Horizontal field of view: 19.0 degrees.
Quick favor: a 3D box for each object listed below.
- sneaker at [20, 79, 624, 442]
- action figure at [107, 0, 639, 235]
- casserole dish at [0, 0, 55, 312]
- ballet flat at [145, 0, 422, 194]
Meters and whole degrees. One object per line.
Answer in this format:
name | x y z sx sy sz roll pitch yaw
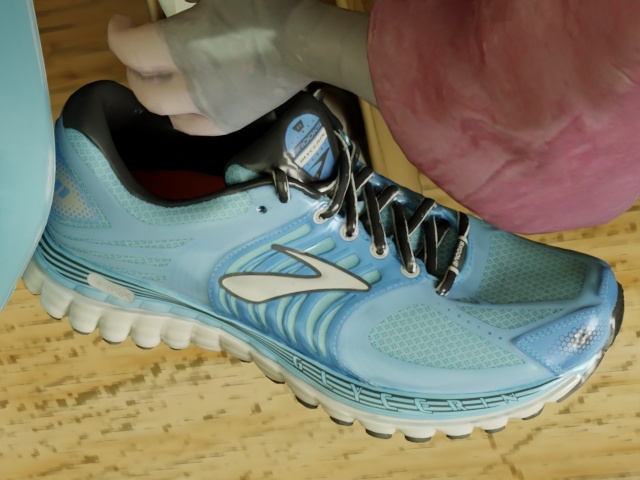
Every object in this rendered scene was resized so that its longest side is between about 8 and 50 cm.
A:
sneaker | 0.000 0.000 0.493 0.162 0.063 0.073 12 130 3
action figure | 0.132 -0.037 0.362 0.370 0.276 0.248 28 106 -40
casserole dish | -0.110 -0.048 0.530 0.037 0.188 0.114 3 145 -27
ballet flat | -0.021 -0.048 0.546 0.080 0.073 0.232 -2 124 17
